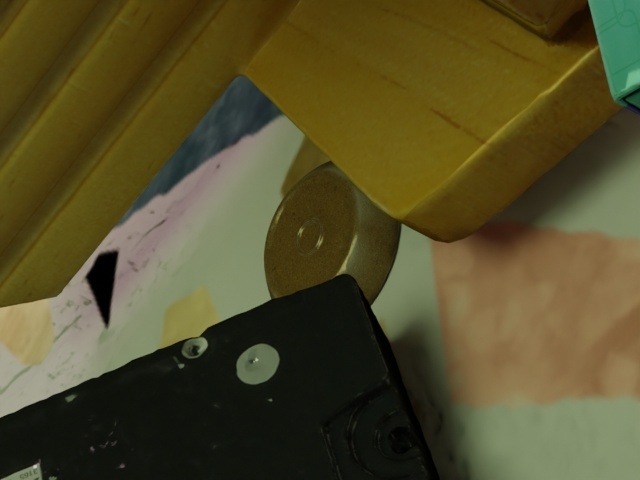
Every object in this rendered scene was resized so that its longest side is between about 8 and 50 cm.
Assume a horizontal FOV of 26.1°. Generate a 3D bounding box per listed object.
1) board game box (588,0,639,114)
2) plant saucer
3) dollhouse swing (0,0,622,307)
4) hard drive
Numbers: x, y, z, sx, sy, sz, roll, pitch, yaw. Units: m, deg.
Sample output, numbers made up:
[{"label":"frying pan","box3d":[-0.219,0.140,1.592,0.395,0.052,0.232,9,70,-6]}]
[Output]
[{"label":"board game box","box3d":[0.189,-0.071,0.301,0.210,0.160,0.047,-33,51,36]},{"label":"plant saucer","box3d":[0.000,0.000,0.606,0.083,0.015,0.083,-24,57,42]},{"label":"dollhouse swing","box3d":[-0.139,-0.068,0.507,0.305,0.347,0.315,-56,33,11]},{"label":"hard drive","box3d":[-0.104,0.175,0.489,0.339,0.064,0.237,-23,50,4]}]
